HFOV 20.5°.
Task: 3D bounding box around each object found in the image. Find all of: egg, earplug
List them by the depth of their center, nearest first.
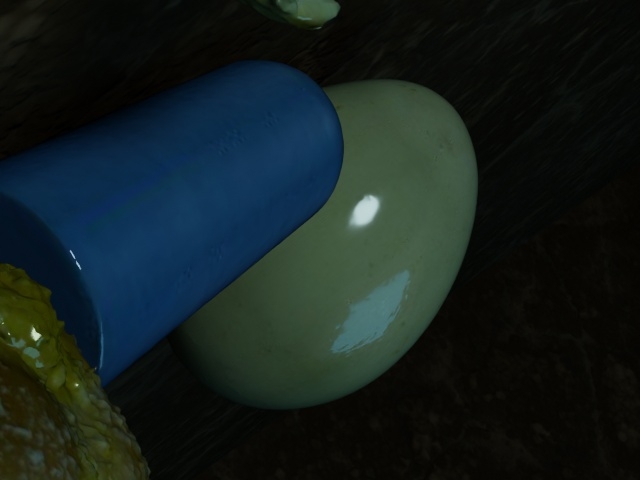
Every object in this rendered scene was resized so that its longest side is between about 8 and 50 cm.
[{"bbox_3d":[-0.085,-0.022,0.985,0.273,0.132,0.132,-35,170,-47],"label":"earplug"},{"bbox_3d":[0.000,0.000,1.199,0.254,0.188,0.188,-46,170,6],"label":"egg"}]

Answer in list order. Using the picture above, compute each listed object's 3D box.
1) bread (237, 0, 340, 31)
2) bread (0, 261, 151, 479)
[{"bbox_3d":[0.022,-0.192,0.723,0.128,0.088,0.232,-43,170,-50],"label":"bread"},{"bbox_3d":[-0.179,0.100,0.801,0.176,0.246,0.195,-42,174,24],"label":"bread"}]
